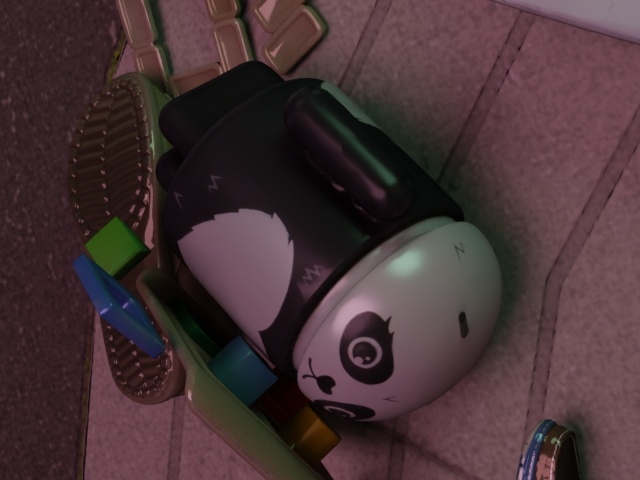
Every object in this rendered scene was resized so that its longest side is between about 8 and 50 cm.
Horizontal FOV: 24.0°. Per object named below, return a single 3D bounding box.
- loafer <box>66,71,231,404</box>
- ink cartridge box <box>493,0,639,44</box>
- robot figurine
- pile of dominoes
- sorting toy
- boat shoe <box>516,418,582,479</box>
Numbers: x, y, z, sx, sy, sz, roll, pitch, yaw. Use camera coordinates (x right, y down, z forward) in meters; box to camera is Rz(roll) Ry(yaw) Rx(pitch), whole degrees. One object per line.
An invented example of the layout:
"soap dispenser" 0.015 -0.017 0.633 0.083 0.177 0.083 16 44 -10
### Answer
"loafer" -0.133 -0.001 1.210 0.102 0.092 0.269 -15 77 34
"ink cartridge box" 0.274 -0.291 0.872 0.308 0.091 0.385 23 110 32
"robot figurine" -0.001 0.000 1.058 0.173 0.209 0.278 -47 67 8
"pile of dominoes" -0.086 -0.238 1.189 0.196 0.040 0.251 -10 99 36
"sorting toy" -0.044 0.107 1.080 0.047 0.348 0.196 -41 28 3
"boat shoe" 0.177 0.211 1.033 0.066 0.066 0.183 2 108 31
